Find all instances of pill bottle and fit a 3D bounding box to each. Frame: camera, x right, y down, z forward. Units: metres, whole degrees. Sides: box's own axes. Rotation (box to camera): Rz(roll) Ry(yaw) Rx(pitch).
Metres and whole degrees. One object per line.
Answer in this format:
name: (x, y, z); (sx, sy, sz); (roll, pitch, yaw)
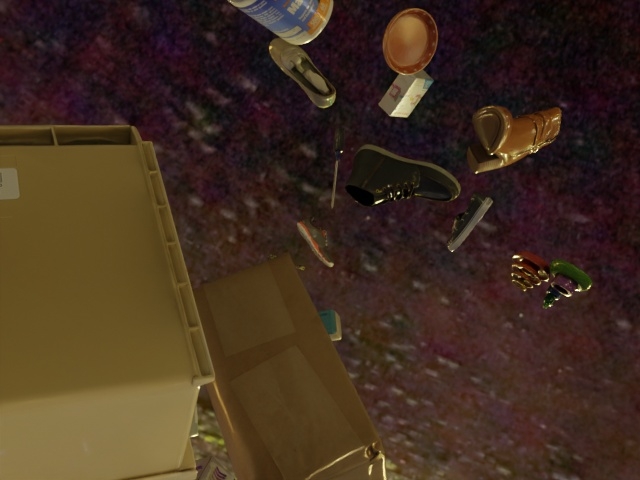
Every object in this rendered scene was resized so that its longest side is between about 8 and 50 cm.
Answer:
pill bottle: (-0.111, -0.541, 1.545); (0.152, 0.152, 0.272); (-1, 164, 41)

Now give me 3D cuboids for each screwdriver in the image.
screwdriver: (0.036, -0.148, 1.483); (0.025, 0.170, 0.024); (2, 171, 0)

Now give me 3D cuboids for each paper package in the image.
paper package: (-0.044, 0.236, 0.983); (0.309, 0.168, 0.325); (79, 166, -50)

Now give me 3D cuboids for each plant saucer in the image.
plant saucer: (0.114, -0.257, 0.943); (0.083, 0.083, 0.013); (46, 173, -37)

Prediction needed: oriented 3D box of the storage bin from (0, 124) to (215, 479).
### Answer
storage bin: (-0.233, 0.042, 0.500); (0.262, 0.260, 0.123); (-4, 139, -23)

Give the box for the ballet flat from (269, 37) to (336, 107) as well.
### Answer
ballet flat: (-0.048, -0.478, 2.046); (0.248, 0.086, 0.086); (46, 152, -1)

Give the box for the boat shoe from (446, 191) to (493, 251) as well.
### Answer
boat shoe: (0.275, -0.037, 1.390); (0.040, 0.049, 0.142); (36, 131, 6)

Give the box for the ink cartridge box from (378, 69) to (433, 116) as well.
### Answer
ink cartridge box: (0.217, -0.375, 1.859); (0.052, 0.088, 0.122); (51, 123, 23)

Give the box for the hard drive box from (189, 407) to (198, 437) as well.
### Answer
hard drive box: (-0.348, 0.274, 1.313); (0.232, 0.181, 0.089); (-6, 168, 4)

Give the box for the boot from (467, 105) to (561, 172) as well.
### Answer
boot: (0.475, -0.261, 1.727); (0.220, 0.109, 0.283); (-20, 156, -4)

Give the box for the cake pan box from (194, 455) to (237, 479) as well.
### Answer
cake pan box: (-0.225, 0.556, 1.482); (0.267, 0.070, 0.246); (-26, 113, 38)

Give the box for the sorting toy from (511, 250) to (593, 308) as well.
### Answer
sorting toy: (0.259, 0.049, 0.838); (0.061, 0.042, 0.102); (44, 167, -34)

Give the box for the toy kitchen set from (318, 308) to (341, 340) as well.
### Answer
toy kitchen set: (-0.035, 0.219, 1.397); (0.122, 0.207, 0.166); (-13, 149, 14)

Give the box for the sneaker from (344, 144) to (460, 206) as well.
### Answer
sneaker: (0.161, -0.100, 1.454); (0.222, 0.118, 0.083); (19, 146, 7)

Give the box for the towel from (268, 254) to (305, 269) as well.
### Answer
towel: (-0.077, 0.051, 1.702); (0.083, 0.009, 0.060); (19, 177, 11)

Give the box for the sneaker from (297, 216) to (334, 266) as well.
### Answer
sneaker: (0.000, 0.000, 2.058); (0.158, 0.065, 0.061); (55, 171, 0)
